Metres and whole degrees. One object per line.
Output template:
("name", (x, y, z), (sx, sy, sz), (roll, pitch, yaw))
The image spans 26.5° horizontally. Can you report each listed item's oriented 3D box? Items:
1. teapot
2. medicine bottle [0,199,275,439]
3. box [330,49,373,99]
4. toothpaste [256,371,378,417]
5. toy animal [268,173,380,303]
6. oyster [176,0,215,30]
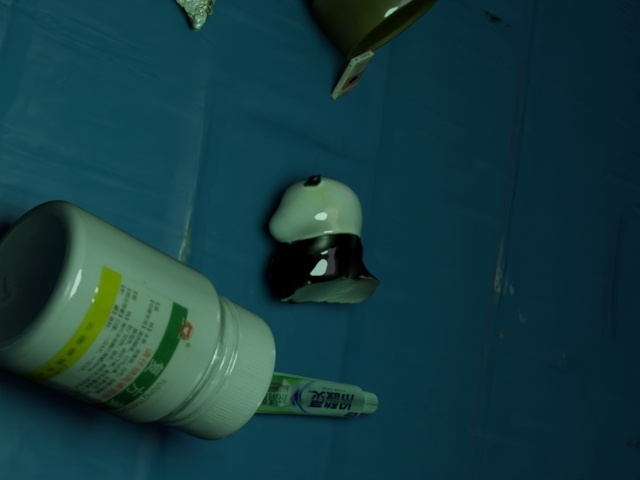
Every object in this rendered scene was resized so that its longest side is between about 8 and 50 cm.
("teapot", (0.066, -0.387, 2.017), (0.175, 0.185, 0.267), (57, 14, 4))
("medicine bottle", (-0.231, 0.110, 1.659), (0.339, 0.208, 0.208), (31, 66, -38))
("box", (0.048, -0.249, 2.048), (0.012, 0.083, 0.046), (46, 48, 13))
("toothpaste", (-0.034, 0.223, 1.958), (0.296, 0.048, 0.075), (12, 79, -40))
("toy animal", (0.000, 0.000, 1.953), (0.166, 0.138, 0.179), (12, 70, -63))
("oyster", (-0.173, -0.355, 1.867), (0.100, 0.037, 0.098), (51, 55, -28))
